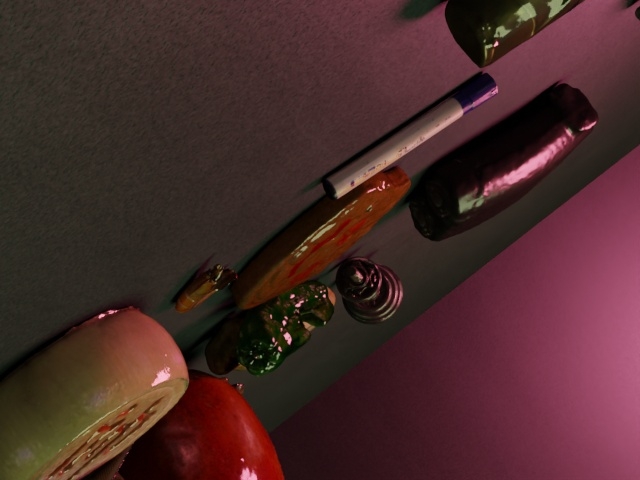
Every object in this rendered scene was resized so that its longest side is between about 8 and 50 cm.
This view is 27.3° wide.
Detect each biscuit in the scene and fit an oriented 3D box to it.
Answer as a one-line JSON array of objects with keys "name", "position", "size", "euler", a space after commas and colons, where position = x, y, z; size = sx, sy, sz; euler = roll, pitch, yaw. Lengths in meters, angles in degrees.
[{"name": "biscuit", "position": [0.001, 0.001, 1.817], "size": [0.273, 0.049, 0.257], "euler": [-40, 170, 23]}]

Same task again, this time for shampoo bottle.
[{"name": "shampoo bottle", "position": [0.281, -0.303, 1.324], "size": [0.350, 0.084, 0.125], "euler": [-36, 167, -5]}]

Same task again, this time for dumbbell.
[{"name": "dumbbell", "position": [0.075, 0.077, 2.251], "size": [0.110, 0.110, 0.254], "euler": [-38, 164, 2]}]

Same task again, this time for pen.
[{"name": "pen", "position": [0.114, -0.132, 1.651], "size": [0.269, 0.033, 0.033], "euler": [-33, 169, -18]}]

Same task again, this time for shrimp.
[{"name": "shrimp", "position": [-0.134, 0.051, 1.631], "size": [0.091, 0.025, 0.127], "euler": [-31, 172, -33]}]

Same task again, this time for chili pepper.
[{"name": "chili pepper", "position": [-0.057, 0.116, 1.946], "size": [0.083, 0.099, 0.253], "euler": [-36, -178, 29]}]

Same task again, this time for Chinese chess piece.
[{"name": "Chinese chess piece", "position": [-0.282, 0.193, 1.525], "size": [0.270, 0.112, 0.270], "euler": [-37, 169, -9]}]

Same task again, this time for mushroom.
[{"name": "mushroom", "position": [-0.073, 0.141, 2.077], "size": [0.100, 0.081, 0.312], "euler": [-43, 169, 29]}]

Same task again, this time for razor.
[{"name": "razor", "position": [0.296, -0.119, 2.104], "size": [0.327, 0.107, 0.189], "euler": [-34, 170, -22]}]

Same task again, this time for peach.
[{"name": "peach", "position": [-0.202, 0.404, 1.961], "size": [0.339, 0.416, 0.353], "euler": [-5, 174, -41]}]

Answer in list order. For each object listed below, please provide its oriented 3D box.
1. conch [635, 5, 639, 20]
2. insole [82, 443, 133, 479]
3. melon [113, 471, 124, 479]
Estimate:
[{"name": "conch", "position": [0.549, -0.356, 1.893], "size": [0.176, 0.122, 0.188], "euler": [11, 132, -49]}, {"name": "insole", "position": [-0.260, 0.240, 1.703], "size": [0.109, 0.007, 0.322], "euler": [-17, -156, 26]}, {"name": "melon", "position": [-0.376, 0.393, 1.696], "size": [0.301, 0.237, 0.237], "euler": [-18, 161, -30]}]
